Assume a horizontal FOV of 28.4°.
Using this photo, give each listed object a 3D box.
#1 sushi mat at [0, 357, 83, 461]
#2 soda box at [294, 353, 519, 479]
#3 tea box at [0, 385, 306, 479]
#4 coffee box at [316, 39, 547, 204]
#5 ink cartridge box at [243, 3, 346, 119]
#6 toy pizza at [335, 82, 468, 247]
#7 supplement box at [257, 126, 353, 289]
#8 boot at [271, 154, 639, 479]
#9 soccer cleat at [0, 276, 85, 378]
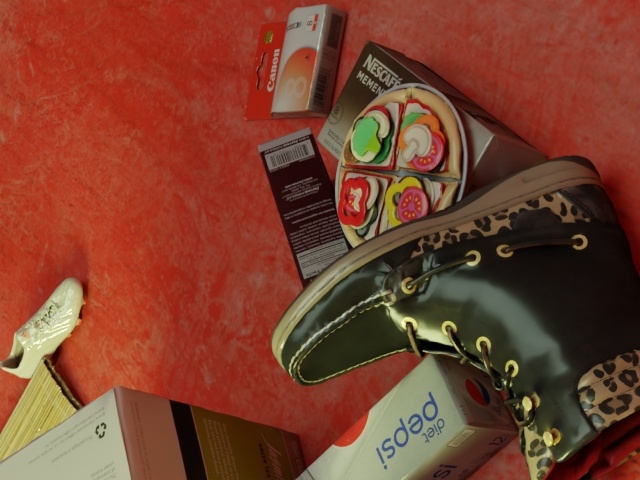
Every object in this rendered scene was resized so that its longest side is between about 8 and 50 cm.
[{"bbox_3d":[-0.473,0.351,2.011,0.151,0.019,0.316,47,115,33],"label":"sushi mat"},{"bbox_3d":[0.078,0.248,1.386,0.286,0.091,0.098,-47,49,29],"label":"soda box"},{"bbox_3d":[-0.218,0.362,1.475,0.329,0.323,0.220,-32,55,24],"label":"tea box"},{"bbox_3d":[0.120,-0.106,1.431,0.246,0.098,0.141,47,114,44],"label":"coffee box"},{"bbox_3d":[-0.048,-0.238,1.698,0.179,0.045,0.145,4,82,46],"label":"ink cartridge box"},{"bbox_3d":[0.078,-0.073,1.368,0.201,0.032,0.201,-13,72,47],"label":"toy pizza"},{"bbox_3d":[0.000,0.000,1.504,0.073,0.130,0.239,-19,59,1],"label":"supplement box"},{"bbox_3d":[0.160,0.112,1.226,0.377,0.138,0.284,-27,58,1],"label":"boot"},{"bbox_3d":[-0.438,0.140,2.001,0.196,0.076,0.068,-58,45,20],"label":"soccer cleat"}]
